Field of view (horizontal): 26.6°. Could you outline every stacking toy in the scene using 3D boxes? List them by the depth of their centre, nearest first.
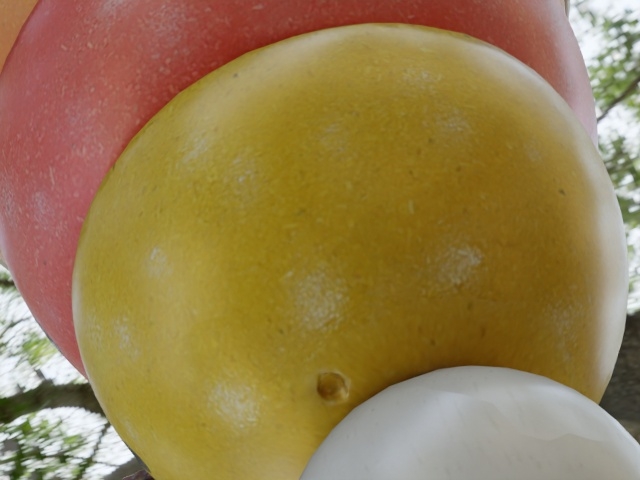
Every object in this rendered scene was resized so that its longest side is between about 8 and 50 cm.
[{"bbox_3d":[0.000,0.000,0.531,0.350,0.480,0.350,-6,-59,-10],"label":"stacking toy"}]

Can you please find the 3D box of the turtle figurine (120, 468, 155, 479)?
[{"bbox_3d":[-0.179,0.246,0.720,0.266,0.198,0.274,13,-83,12],"label":"turtle figurine"}]
